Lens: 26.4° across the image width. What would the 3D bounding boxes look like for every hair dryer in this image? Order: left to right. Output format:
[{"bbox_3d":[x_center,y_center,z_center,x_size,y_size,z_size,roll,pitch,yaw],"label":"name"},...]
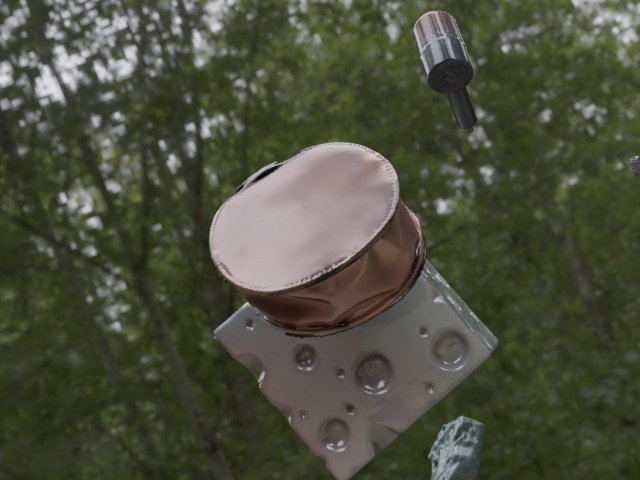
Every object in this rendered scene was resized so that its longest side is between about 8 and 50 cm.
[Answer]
[{"bbox_3d":[0.109,-0.127,1.109,0.037,0.063,0.114,-19,-42,8],"label":"hair dryer"}]

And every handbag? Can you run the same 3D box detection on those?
[{"bbox_3d":[0.001,0.001,1.336,0.205,0.179,0.116,-32,-42,-8],"label":"handbag"}]

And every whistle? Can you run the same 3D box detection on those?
[{"bbox_3d":[0.075,0.240,1.031,0.123,0.223,0.123,14,-13,3],"label":"whistle"}]

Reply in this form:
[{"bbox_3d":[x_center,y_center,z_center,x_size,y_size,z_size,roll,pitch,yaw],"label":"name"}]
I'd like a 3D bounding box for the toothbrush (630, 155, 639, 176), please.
[{"bbox_3d":[0.425,-0.028,1.766,0.011,0.167,0.014,-16,4,-39],"label":"toothbrush"}]

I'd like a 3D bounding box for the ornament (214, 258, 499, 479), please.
[{"bbox_3d":[0.053,0.123,1.701,0.240,0.240,0.239,-42,-7,6],"label":"ornament"}]
